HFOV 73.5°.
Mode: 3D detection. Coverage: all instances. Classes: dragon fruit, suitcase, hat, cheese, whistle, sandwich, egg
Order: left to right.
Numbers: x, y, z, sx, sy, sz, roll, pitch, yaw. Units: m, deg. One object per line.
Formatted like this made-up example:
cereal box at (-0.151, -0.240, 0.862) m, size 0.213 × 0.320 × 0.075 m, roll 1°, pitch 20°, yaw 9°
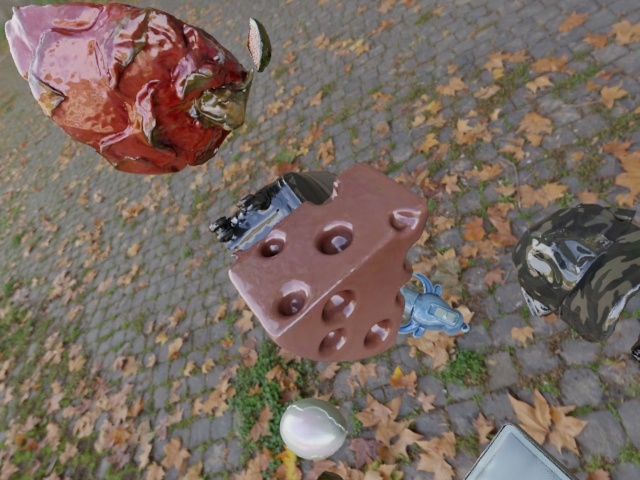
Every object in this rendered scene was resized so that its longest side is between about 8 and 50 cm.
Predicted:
dragon fruit at (-0.206, -0.172, 0.563) m, size 0.205 × 0.317 × 0.152 m, roll -4°, pitch 81°, yaw 33°
sandwich at (-0.131, -0.417, 0.907) m, size 0.069 × 0.026 × 0.101 m, roll -37°, pitch 72°, yaw 58°
egg at (-0.014, 0.596, 1.365) m, size 0.217 × 0.183 × 0.183 m, roll -21°, pitch 45°, yaw 35°
suitcase at (0.000, 0.000, 0.831) m, size 0.194 × 0.283 × 0.434 m, roll -38°, pitch -2°, yaw 16°
cheese at (0.026, 0.047, 0.500) m, size 0.203 × 0.177 × 0.128 m, roll -40°, pitch 48°, yaw -11°
whistle at (0.277, 0.187, 1.181) m, size 0.269 × 0.093 × 0.180 m, roll 23°, pitch 76°, yaw 26°
hat at (0.614, 0.055, 1.042) m, size 0.257 × 0.382 × 0.366 m, roll 33°, pitch 105°, yaw 20°

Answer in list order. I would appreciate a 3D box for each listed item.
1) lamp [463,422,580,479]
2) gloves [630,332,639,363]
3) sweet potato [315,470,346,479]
lamp at (0.577, 0.713, 1.233) m, size 0.269 × 0.047 × 0.266 m, roll -59°, pitch 41°, yaw 9°
gloves at (0.830, 0.166, 0.964) m, size 0.152 × 0.197 × 0.301 m, roll 21°, pitch 105°, yaw 34°
sweet potato at (-0.039, 0.314, 0.390) m, size 0.085 × 0.286 × 0.112 m, roll 35°, pitch 106°, yaw 25°
